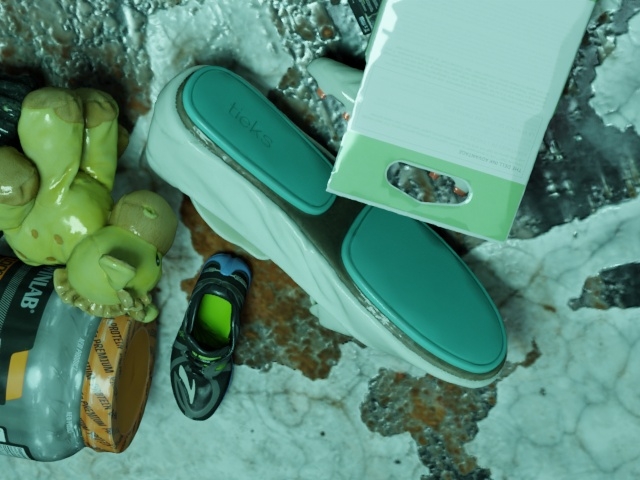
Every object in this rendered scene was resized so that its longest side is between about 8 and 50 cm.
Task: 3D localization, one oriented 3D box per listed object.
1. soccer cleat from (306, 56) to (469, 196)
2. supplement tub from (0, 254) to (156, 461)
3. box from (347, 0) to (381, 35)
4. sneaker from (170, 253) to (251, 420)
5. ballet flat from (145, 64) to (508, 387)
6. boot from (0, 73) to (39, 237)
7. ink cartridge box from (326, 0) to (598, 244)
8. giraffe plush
[{"bbox_3d":[0.079,-0.115,1.374,0.196,0.068,0.076,33,95,-1],"label":"soccer cleat"},{"bbox_3d":[-0.332,0.108,1.509,0.316,0.193,0.193,8,120,7],"label":"supplement tub"},{"bbox_3d":[0.051,-0.228,1.338,0.067,0.018,0.083,-19,112,22],"label":"box"},{"bbox_3d":[-0.116,0.102,1.522,0.067,0.078,0.188,18,121,3],"label":"sneaker"},{"bbox_3d":[0.000,0.000,1.427,0.400,0.139,0.139,41,119,-6],"label":"ballet flat"},{"bbox_3d":[-0.384,-0.171,1.400,0.260,0.131,0.348,19,131,10],"label":"boot"},{"bbox_3d":[0.118,-0.133,1.321,0.171,0.056,0.235,17,110,-3],"label":"ink cartridge box"},{"bbox_3d":[-0.206,-0.012,1.381,0.170,0.181,0.210,35,104,19],"label":"giraffe plush"}]
